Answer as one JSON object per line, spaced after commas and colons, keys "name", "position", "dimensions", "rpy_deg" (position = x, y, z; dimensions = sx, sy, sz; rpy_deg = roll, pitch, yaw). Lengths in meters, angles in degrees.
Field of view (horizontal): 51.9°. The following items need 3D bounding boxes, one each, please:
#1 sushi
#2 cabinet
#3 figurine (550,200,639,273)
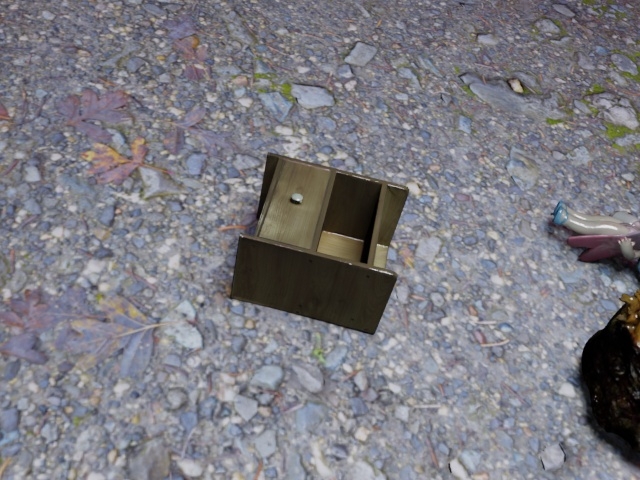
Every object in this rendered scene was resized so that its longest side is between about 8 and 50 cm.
{"name": "sushi", "position": [0.536, 0.184, 0.872], "dimensions": [0.348, 0.208, 0.234], "rpy_deg": [3, 42, -14]}
{"name": "cabinet", "position": [0.000, 0.000, 0.937], "dimensions": [0.215, 0.148, 0.175], "rpy_deg": [14, 48, 0]}
{"name": "figurine", "position": [0.511, 0.007, 1.104], "dimensions": [0.260, 0.103, 0.205], "rpy_deg": [24, 12, 10]}
